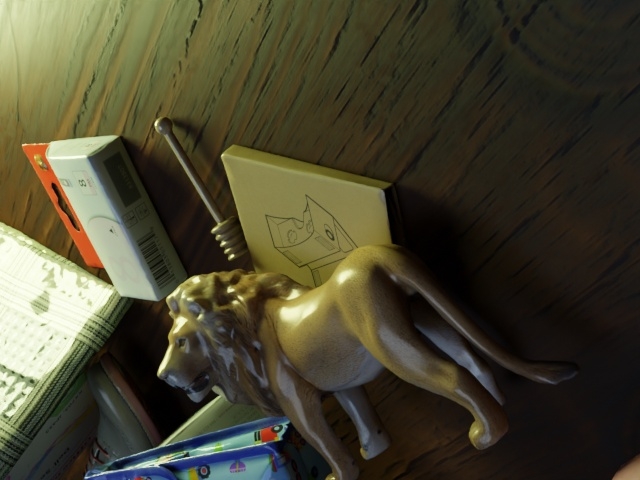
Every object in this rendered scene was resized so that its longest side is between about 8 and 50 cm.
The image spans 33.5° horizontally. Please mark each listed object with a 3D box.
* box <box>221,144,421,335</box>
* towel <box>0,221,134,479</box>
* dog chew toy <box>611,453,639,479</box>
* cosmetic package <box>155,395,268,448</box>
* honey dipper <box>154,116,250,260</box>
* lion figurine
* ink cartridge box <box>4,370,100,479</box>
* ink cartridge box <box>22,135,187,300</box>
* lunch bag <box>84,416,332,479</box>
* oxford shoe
[{"bbox_3d":[0.000,0.000,0.992,0.201,0.021,0.164,17,134,40],"label":"box"},{"bbox_3d":[-0.439,0.132,1.373,0.324,0.312,0.056,23,160,35],"label":"towel"},{"bbox_3d":[0.339,0.269,0.706,0.332,0.206,0.206,22,137,24],"label":"dog chew toy"},{"bbox_3d":[-0.060,0.386,1.306,0.385,0.156,0.217,49,146,1],"label":"cosmetic package"},{"bbox_3d":[-0.121,-0.055,1.079,0.030,0.030,0.160,-23,99,55],"label":"honey dipper"},{"bbox_3d":[0.021,0.084,0.935,0.392,0.142,0.240,-33,89,43],"label":"lion figurine"},{"bbox_3d":[-0.434,0.281,1.556,0.119,0.207,0.353,34,156,13],"label":"ink cartridge box"},{"bbox_3d":[-0.275,-0.026,1.259,0.232,0.066,0.189,-1,121,44],"label":"ink cartridge box"},{"bbox_3d":[-0.115,0.325,1.138,0.293,0.138,0.221,-18,93,22],"label":"lunch bag"},{"bbox_3d":[-0.276,0.311,1.479,0.123,0.130,0.348,-133,25,-55],"label":"oxford shoe"}]
